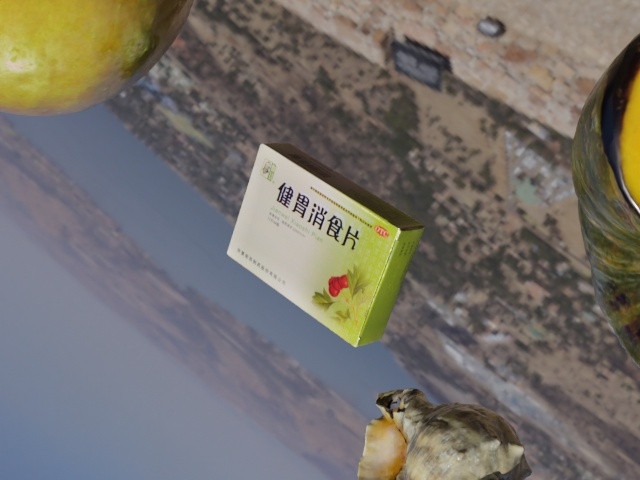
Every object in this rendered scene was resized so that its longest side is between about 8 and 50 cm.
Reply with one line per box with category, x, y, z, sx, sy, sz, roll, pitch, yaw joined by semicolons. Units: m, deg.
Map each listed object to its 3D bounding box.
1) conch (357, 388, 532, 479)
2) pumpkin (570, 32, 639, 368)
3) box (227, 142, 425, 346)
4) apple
conch;0.152;0.282;1.144;0.158;0.210;0.291;16;-168;-12
pumpkin;0.313;-0.006;0.673;0.232;0.242;0.325;26;-138;-85
box;0.000;0.000;1.291;0.260;0.175;0.062;34;-154;33
apple;-0.291;-0.328;0.992;0.374;0.384;0.374;4;157;2
